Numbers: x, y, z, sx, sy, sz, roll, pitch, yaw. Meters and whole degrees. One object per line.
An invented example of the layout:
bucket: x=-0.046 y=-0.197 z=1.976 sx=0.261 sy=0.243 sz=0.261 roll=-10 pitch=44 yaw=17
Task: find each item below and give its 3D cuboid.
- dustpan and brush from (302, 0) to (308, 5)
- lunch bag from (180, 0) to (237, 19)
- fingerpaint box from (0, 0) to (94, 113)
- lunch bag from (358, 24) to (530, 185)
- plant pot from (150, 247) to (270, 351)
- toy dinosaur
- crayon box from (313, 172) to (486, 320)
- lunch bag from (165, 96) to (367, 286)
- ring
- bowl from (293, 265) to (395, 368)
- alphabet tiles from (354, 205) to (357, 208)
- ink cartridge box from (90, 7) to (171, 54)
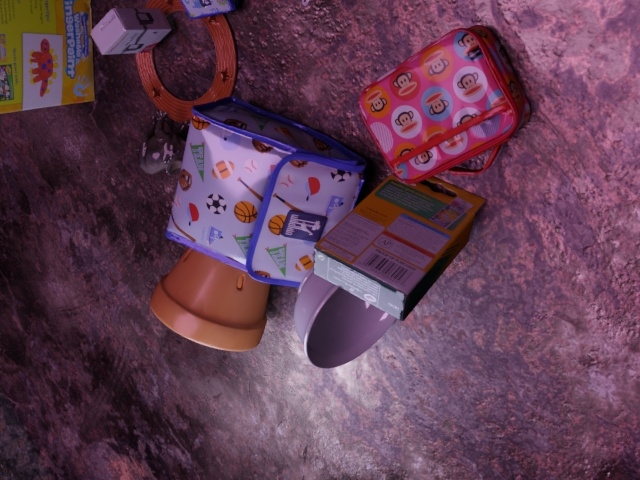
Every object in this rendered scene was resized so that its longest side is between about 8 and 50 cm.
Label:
dustpan and brush: x=-0.009 y=-0.590 z=1.366 sx=0.147 sy=0.060 sz=0.211 roll=18 pitch=115 yaw=28
lunch bag: x=-0.258 y=-0.586 z=1.512 sx=0.129 sy=0.096 sz=0.151 roll=-1 pitch=109 yaw=28
fingerpaint box: x=-0.774 y=-0.566 z=1.693 sx=0.163 sy=0.371 sz=0.444 roll=17 pitch=116 yaw=26
lunch bag: x=0.242 y=-0.241 z=1.290 sx=0.293 sy=0.120 sz=0.258 roll=-26 pitch=94 yaw=38
plant pot: x=-0.243 y=0.111 z=1.647 sx=0.291 sy=0.291 sz=0.203 roll=31 pitch=103 yaw=22
toy dinosaur: x=-0.414 y=-0.231 z=1.704 sx=0.314 sy=0.121 sz=0.160 roll=2 pitch=76 yaw=36
crayon box: x=0.161 y=-0.008 z=1.314 sx=0.203 sy=0.323 sz=0.083 roll=28 pitch=139 yaw=24
lunch bag: x=-0.116 y=-0.098 z=1.485 sx=0.386 sy=0.239 sz=0.327 roll=24 pitch=116 yaw=10
ring: x=-0.345 y=-0.454 z=1.656 sx=0.337 sy=0.032 sz=0.336 roll=11 pitch=111 yaw=31
bowl: x=0.047 y=0.122 z=1.448 sx=0.134 sy=0.298 sz=0.297 roll=42 pitch=125 yaw=34
alphabet tiles: x=0.000 y=0.000 z=1.585 sx=0.284 sy=0.021 sz=0.277 roll=39 pitch=121 yaw=17
ink cartridge box: x=-0.452 y=-0.500 z=1.599 sx=0.109 sy=0.150 sz=0.063 roll=-28 pitch=89 yaw=37
